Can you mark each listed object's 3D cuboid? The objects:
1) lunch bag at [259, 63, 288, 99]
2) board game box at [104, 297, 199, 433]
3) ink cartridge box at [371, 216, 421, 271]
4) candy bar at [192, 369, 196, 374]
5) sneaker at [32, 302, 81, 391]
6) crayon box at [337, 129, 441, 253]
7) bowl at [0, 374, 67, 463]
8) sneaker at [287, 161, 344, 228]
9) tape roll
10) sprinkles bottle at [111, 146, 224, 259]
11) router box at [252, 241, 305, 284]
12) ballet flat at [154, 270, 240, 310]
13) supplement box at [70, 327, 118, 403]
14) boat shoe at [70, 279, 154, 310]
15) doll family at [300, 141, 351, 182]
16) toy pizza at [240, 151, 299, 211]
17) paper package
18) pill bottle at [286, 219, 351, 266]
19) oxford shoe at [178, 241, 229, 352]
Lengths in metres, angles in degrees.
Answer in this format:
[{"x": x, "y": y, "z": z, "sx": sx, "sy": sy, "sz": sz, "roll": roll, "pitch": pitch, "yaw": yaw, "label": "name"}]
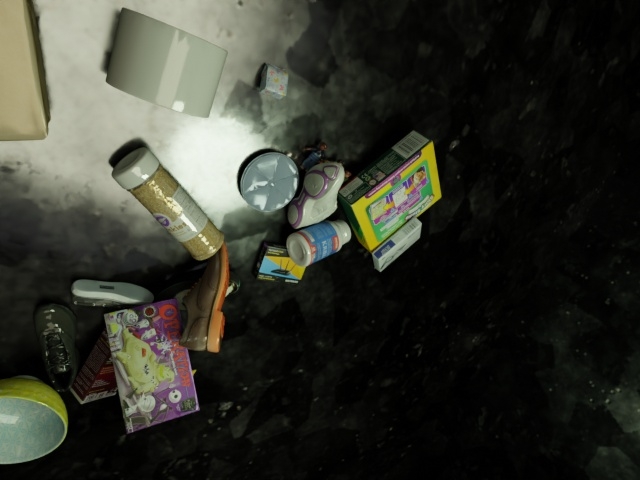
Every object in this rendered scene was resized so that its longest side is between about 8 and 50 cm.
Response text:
[{"x": -0.135, "y": -0.464, "z": 1.250, "sx": 0.071, "sy": 0.053, "sz": 0.083, "roll": 9, "pitch": 85, "yaw": -33, "label": "lunch bag"}, {"x": -0.499, "y": 0.363, "z": 1.275, "sx": 0.208, "sy": 0.056, "sz": 0.347, "roll": -12, "pitch": 87, "yaw": -27, "label": "board game box"}, {"x": 0.304, "y": 0.028, "z": 1.704, "sx": 0.223, "sy": 0.045, "sz": 0.224, "roll": -40, "pitch": 159, "yaw": -5, "label": "ink cartridge box"}, {"x": -0.524, "y": 0.469, "z": 1.545, "sx": 0.161, "sy": 0.018, "sz": 0.040, "roll": 28, "pitch": 95, "yaw": -37, "label": "candy bar"}, {"x": -0.762, "y": 0.315, "z": 1.254, "sx": 0.109, "sy": 0.130, "sz": 0.286, "roll": -12, "pitch": 119, "yaw": -22, "label": "sneaker"}, {"x": 0.262, "y": -0.167, "z": 1.569, "sx": 0.363, "sy": 0.106, "sz": 0.313, "roll": -39, "pitch": 143, "yaw": -7, "label": "crayon box"}, {"x": -0.883, "y": 0.490, "z": 1.247, "sx": 0.289, "sy": 0.156, "sz": 0.289, "roll": -8, "pitch": 124, "yaw": -12, "label": "bowl"}, {"x": 0.005, "y": -0.153, "z": 1.420, "sx": 0.152, "sy": 0.114, "sz": 0.305, "roll": -7, "pitch": 154, "yaw": -36, "label": "sneaker"}, {"x": -0.363, "y": -0.414, "z": 1.023, "sx": 0.246, "sy": 0.246, "sz": 0.169, "roll": 11, "pitch": 108, "yaw": -34, "label": "tape roll"}, {"x": -0.425, "y": -0.095, "z": 1.235, "sx": 0.121, "sy": 0.121, "sz": 0.355, "roll": -40, "pitch": 128, "yaw": -6, "label": "sprinkles bottle"}, {"x": -0.139, "y": 0.085, "z": 1.545, "sx": 0.179, "sy": 0.046, "sz": 0.133, "roll": 11, "pitch": 108, "yaw": -34, "label": "router box"}, {"x": -0.397, "y": 0.172, "z": 1.410, "sx": 0.280, "sy": 0.096, "sz": 0.095, "roll": -20, "pitch": 124, "yaw": -20, "label": "ballet flat"}, {"x": -0.664, "y": 0.386, "z": 1.354, "sx": 0.239, "sy": 0.073, "sz": 0.130, "roll": -58, "pitch": 157, "yaw": 8, "label": "supplement box"}, {"x": -0.627, "y": 0.177, "z": 1.293, "sx": 0.228, "sy": 0.080, "sz": 0.076, "roll": 12, "pitch": 117, "yaw": -34, "label": "boat shoe"}, {"x": 0.024, "y": -0.247, "z": 1.443, "sx": 0.193, "sy": 0.076, "sz": 0.111, "roll": 27, "pitch": 116, "yaw": -41, "label": "doll family"}, {"x": -0.164, "y": -0.190, "z": 1.393, "sx": 0.201, "sy": 0.032, "sz": 0.201, "roll": -14, "pitch": 123, "yaw": -23, "label": "toy pizza"}, {"x": -0.756, "y": -0.364, "z": 0.870, "sx": 0.324, "sy": 0.168, "sz": 0.309, "roll": -7, "pitch": 118, "yaw": -26, "label": "paper package"}, {"x": 0.000, "y": 0.000, "z": 1.517, "sx": 0.221, "sy": 0.124, "sz": 0.124, "roll": -25, "pitch": 126, "yaw": -36, "label": "pill bottle"}, {"x": -0.354, "y": 0.154, "z": 1.318, "sx": 0.132, "sy": 0.364, "sz": 0.130, "roll": 4, "pitch": 151, "yaw": -6, "label": "oxford shoe"}]
